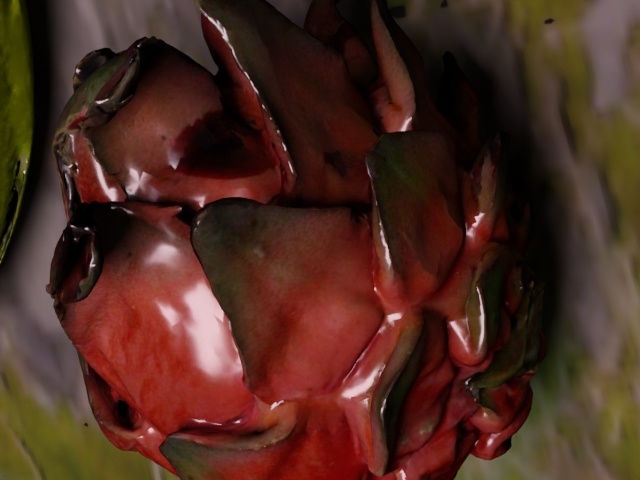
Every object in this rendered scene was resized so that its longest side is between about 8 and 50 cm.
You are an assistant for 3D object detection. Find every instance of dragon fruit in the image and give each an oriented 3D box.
[{"bbox_3d":[-0.005,0.004,0.448,0.121,0.130,0.142,-30,98,-7],"label":"dragon fruit"}]

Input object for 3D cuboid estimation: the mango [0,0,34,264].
[{"bbox_3d":[-0.125,-0.044,0.534,0.091,0.074,0.165,14,122,20],"label":"mango"}]
